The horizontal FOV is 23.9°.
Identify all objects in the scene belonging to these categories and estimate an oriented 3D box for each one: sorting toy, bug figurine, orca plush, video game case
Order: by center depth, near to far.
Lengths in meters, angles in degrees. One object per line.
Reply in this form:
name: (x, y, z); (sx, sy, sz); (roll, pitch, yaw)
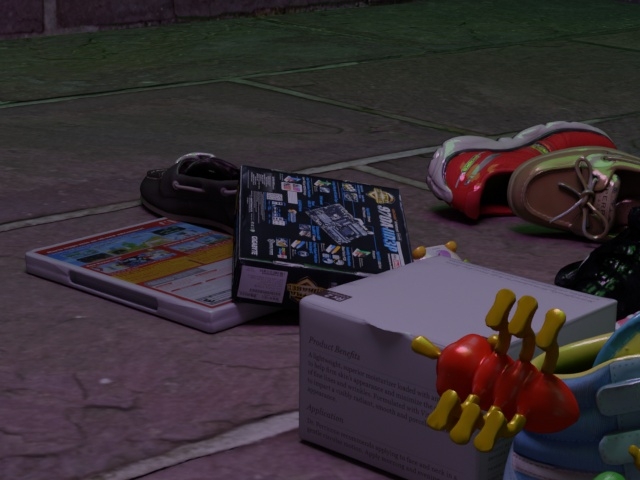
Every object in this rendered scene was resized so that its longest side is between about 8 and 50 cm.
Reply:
bug figurine: (0.088, 0.177, 0.802); (0.216, 0.279, 0.072); (26, -12, 34)
orca plush: (0.292, 0.013, 1.517); (0.287, 0.102, 0.151); (-13, 21, -41)
sorting toy: (0.134, 0.040, 1.548); (0.083, 0.045, 0.075); (-10, 38, -34)
video game case: (-0.140, 0.030, 1.577); (0.285, 0.025, 0.204); (15, 21, 40)

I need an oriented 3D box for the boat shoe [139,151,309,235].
boat shoe: (-0.106, -0.063, 1.776); (0.112, 0.095, 0.335); (-10, 19, -34)

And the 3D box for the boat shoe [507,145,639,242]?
boat shoe: (0.359, -0.049, 1.739); (0.285, 0.104, 0.089); (2, 13, 0)

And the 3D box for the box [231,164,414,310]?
box: (0.000, 0.000, 1.528); (0.175, 0.051, 0.220); (8, 26, -7)

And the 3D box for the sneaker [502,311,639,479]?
sneaker: (0.241, 0.145, 0.855); (0.319, 0.208, 0.127); (10, 18, 28)

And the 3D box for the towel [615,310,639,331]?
towel: (0.310, 0.097, 1.356); (0.197, 0.029, 0.144); (-13, 21, -40)

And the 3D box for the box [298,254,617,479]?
box: (0.105, 0.100, 1.170); (0.181, 0.119, 0.182); (15, 21, 41)

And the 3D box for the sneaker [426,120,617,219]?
sneaker: (0.265, -0.071, 1.878); (0.279, 0.107, 0.118); (-11, 38, -28)
